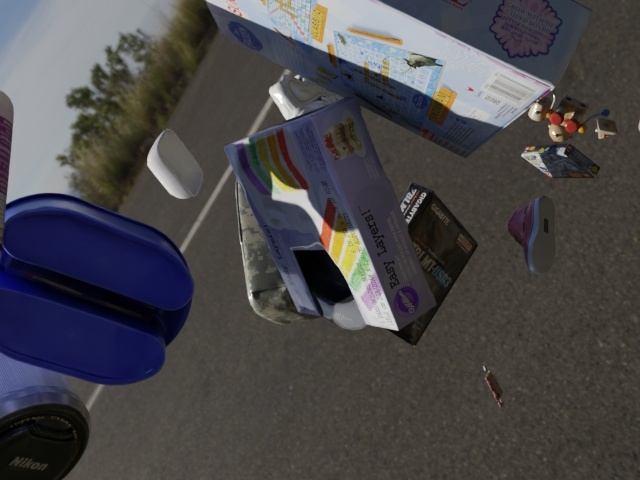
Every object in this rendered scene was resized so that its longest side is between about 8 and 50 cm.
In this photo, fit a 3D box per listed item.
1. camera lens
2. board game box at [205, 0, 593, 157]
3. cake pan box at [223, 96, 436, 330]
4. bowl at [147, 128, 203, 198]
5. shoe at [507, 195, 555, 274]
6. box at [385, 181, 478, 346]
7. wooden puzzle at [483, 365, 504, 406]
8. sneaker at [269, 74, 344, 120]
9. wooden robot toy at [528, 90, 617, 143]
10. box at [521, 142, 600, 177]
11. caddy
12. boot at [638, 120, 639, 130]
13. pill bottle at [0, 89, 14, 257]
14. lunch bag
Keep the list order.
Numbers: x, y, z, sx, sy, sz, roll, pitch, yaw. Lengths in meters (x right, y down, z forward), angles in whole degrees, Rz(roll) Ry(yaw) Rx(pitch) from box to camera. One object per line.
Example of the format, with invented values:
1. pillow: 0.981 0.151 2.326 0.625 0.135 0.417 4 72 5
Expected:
1. camera lens: -0.524 0.275 1.109 0.274 0.219 0.219 39 98 40
2. board game box: 0.036 -0.195 0.614 0.066 0.318 0.319 -63 -1 -1
3. cake pan box: 0.004 -0.021 0.819 0.070 0.267 0.245 -29 15 -25
4. bowl: -0.324 -0.162 1.483 0.053 0.142 0.142 -28 27 17
5. shoe: 0.429 -0.003 1.376 0.081 0.063 0.178 -30 41 54
6. box: 0.207 0.064 1.495 0.073 0.295 0.293 31 85 38
7. wooden puzzle: 0.337 0.281 1.303 0.006 0.083 0.049 -29 -5 23
8. sneaker: -0.014 -0.263 1.286 0.110 0.118 0.292 -45 -2 15
9. wooden robot toy: 0.378 -0.187 1.072 0.076 0.173 0.079 -47 -21 -37
10. box: 0.493 -0.163 1.386 0.027 0.094 0.137 -60 20 -5
11. caddy: -0.353 0.071 1.011 0.241 0.341 0.179 -66 22 0
12. boot: 0.481 -0.179 0.914 0.087 0.042 0.118 -66 3 -54
13. pill bottle: -0.477 -0.042 0.823 0.169 0.169 0.302 -12 74 63
14. lunch bag: 0.000 0.000 1.278 0.256 0.212 0.305 -14 68 17
